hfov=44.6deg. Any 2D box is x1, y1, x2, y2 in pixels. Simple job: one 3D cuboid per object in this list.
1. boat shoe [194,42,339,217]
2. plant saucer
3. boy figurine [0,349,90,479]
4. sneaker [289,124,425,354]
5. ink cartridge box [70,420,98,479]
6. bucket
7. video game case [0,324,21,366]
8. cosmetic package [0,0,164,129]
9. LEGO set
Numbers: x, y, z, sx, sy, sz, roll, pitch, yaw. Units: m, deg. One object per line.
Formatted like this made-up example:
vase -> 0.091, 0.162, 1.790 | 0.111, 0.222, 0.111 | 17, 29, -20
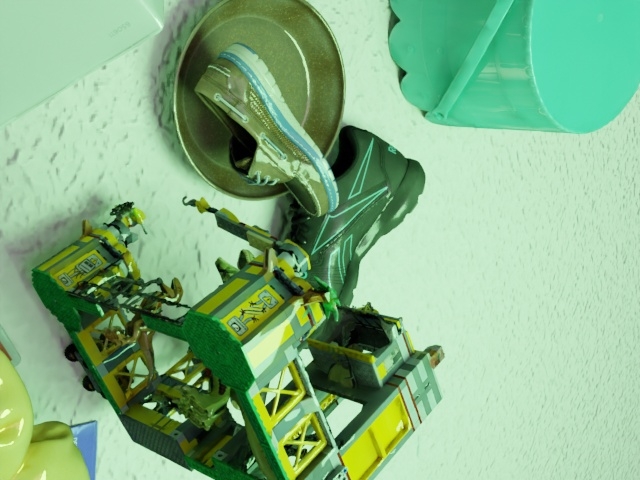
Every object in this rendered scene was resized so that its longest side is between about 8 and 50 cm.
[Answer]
boat shoe -> -0.051, -0.084, 0.706 | 0.066, 0.066, 0.183 | -43, 118, -17
plant saucer -> -0.060, -0.137, 0.742 | 0.199, 0.036, 0.198 | -14, 113, -37
boy figurine -> -0.278, 0.138, 0.555 | 0.285, 0.092, 0.177 | 30, 93, -40
sneaker -> 0.000, 0.000, 0.818 | 0.106, 0.101, 0.267 | 40, 73, -23
ink cartridge box -> -0.286, 0.276, 0.675 | 0.208, 0.045, 0.206 | -5, 106, -41
bucket -> 0.229, -0.249, 0.857 | 0.281, 0.183, 0.281 | -14, 113, -37
video game case -> -0.384, 0.090, 0.542 | 0.285, 0.025, 0.204 | -36, 125, -27
cosmetic package -> -0.204, -0.223, 0.442 | 0.138, 0.224, 0.224 | -27, 130, 12
LEGO set -> -0.055, 0.068, 0.635 | 0.192, 0.331, 0.254 | -40, 114, -34
